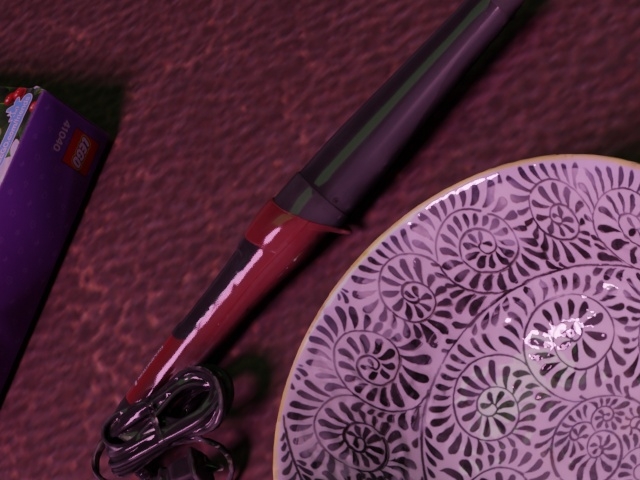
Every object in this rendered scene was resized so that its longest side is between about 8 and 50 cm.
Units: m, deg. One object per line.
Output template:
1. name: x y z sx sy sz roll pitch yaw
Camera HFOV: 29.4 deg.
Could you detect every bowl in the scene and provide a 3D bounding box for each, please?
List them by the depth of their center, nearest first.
1. bowl: 0.075 0.064 0.396 0.170 0.080 0.170 -22 48 27

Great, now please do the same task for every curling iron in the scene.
1. curling iron: 0.000 0.000 0.513 0.068 0.035 0.274 38 90 35

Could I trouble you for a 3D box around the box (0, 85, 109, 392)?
1. box: -0.247 0.054 0.629 0.201 0.057 0.293 11 73 35
